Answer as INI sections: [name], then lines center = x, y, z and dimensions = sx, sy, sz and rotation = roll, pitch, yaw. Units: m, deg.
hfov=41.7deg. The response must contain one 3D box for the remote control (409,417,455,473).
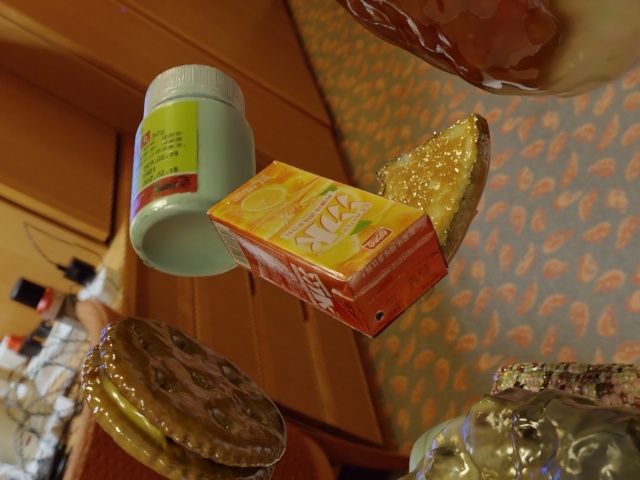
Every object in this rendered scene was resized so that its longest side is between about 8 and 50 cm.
[remote control]
center = 0.161, 0.275, 0.638
dimensions = 0.056, 0.296, 0.140
rotation = -31, -4, 14

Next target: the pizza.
[pizza]
center = 0.162, -0.047, 1.317
dimensions = 0.223, 0.089, 0.323
rotation = -6, 54, 49

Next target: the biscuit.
[biscuit]
center = -0.128, 0.155, 0.820
dimensions = 0.066, 0.220, 0.220
rotation = -55, 27, 11

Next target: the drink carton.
[drink carton]
center = 0.000, 0.000, 0.752
dimensions = 0.096, 0.071, 0.223
rotation = -39, 34, -20

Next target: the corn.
[corn]
center = 0.390, 0.231, 1.302
dimensions = 0.280, 0.092, 0.092
rotation = -11, 55, 44

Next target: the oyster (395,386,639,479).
[oyster]
center = 0.152, 0.176, 0.424
dimensions = 0.198, 0.133, 0.337
rotation = -25, 23, -6

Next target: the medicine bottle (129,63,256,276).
[medicine bottle]
center = -0.143, -0.081, 0.957
dimensions = 0.139, 0.139, 0.225
rotation = -40, 41, 36

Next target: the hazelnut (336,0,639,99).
[hazelnut]
center = 0.106, -0.209, 0.440
dimensions = 0.261, 0.241, 0.261
rotation = -13, 55, 19
